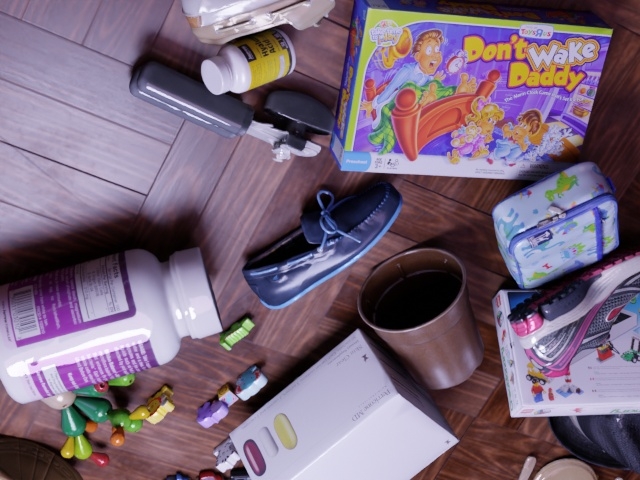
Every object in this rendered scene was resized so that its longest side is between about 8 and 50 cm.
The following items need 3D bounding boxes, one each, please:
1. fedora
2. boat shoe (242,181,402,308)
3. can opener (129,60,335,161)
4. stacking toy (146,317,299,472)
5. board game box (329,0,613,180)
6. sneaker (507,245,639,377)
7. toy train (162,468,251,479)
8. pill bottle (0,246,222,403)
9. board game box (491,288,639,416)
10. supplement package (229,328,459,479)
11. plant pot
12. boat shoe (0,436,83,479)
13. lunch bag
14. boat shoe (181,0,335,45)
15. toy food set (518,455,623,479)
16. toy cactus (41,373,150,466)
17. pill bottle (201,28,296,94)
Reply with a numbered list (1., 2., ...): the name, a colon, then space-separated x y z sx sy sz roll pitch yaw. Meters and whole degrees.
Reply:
1. fedora: 0.544 0.287 1.981 0.334 0.152 0.334 -6 119 -10
2. boat shoe: 0.000 0.000 1.729 0.258 0.109 0.089 -41 116 8
3. can opener: -0.118 -0.180 1.634 0.280 0.074 0.093 18 78 -23
4. stacking toy: -0.136 0.241 1.859 0.221 0.052 0.167 -41 119 10
5. board game box: 0.203 -0.208 1.675 0.347 0.078 0.233 2 118 -14
6. sneaker: 0.415 0.095 1.823 0.299 0.121 0.112 -29 97 -21
7. toy train: -0.179 0.387 1.943 0.158 0.027 0.036 -3 115 -11
8. pill bottle: -0.296 0.108 1.682 0.302 0.169 0.169 -15 120 -4
9. board game box: 0.429 0.170 1.874 0.306 0.192 0.053 0 155 -13
10. supplement package: 0.037 0.300 1.842 0.262 0.145 0.204 -40 137 7
11. plant pot: 0.163 0.124 1.810 0.167 0.167 0.165 -28 128 3
12. boat shoe: -0.497 0.352 1.817 0.285 0.104 0.089 20 117 -11
13. lunch bag: 0.345 -0.019 1.751 0.176 0.090 0.219 -25 155 2
14. boat shoe: -0.028 -0.327 1.547 0.303 0.113 0.103 -9 122 4
15. toy food set: 0.418 0.432 2.105 0.192 0.038 0.132 17 106 -14
16. toy cactus: -0.351 0.249 1.780 0.181 0.112 0.219 26 139 -7
17. pill bottle: -0.095 -0.230 1.578 0.116 0.065 0.065 -27 126 -32
